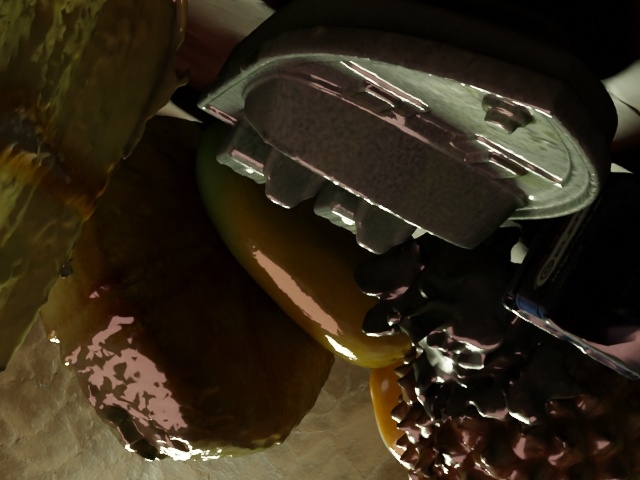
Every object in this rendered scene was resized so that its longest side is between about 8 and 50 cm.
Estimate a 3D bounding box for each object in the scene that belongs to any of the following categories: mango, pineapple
[{"bbox_3d":[0.000,0.000,0.939,0.251,0.114,0.156,48,-155,-24],"label":"mango"},{"bbox_3d":[0.130,0.091,0.822,0.223,0.223,0.357,24,161,39],"label":"pineapple"}]

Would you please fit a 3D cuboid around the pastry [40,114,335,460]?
[{"bbox_3d":[-0.104,0.034,1.011,0.136,0.329,0.330,-29,134,35],"label":"pastry"}]

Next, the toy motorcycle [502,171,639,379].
[{"bbox_3d":[0.266,0.087,0.489,0.359,0.125,0.212,31,-178,-5],"label":"toy motorcycle"}]

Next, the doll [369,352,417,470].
[{"bbox_3d":[0.148,0.141,1.290,0.213,0.213,0.236,39,-150,-62],"label":"doll"}]

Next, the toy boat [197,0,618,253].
[{"bbox_3d":[0.032,-0.047,0.496,0.141,0.092,0.319,28,174,-13],"label":"toy boat"}]

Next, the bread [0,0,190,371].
[{"bbox_3d":[-0.156,-0.052,0.525,0.198,0.263,0.236,28,174,-23],"label":"bread"}]
